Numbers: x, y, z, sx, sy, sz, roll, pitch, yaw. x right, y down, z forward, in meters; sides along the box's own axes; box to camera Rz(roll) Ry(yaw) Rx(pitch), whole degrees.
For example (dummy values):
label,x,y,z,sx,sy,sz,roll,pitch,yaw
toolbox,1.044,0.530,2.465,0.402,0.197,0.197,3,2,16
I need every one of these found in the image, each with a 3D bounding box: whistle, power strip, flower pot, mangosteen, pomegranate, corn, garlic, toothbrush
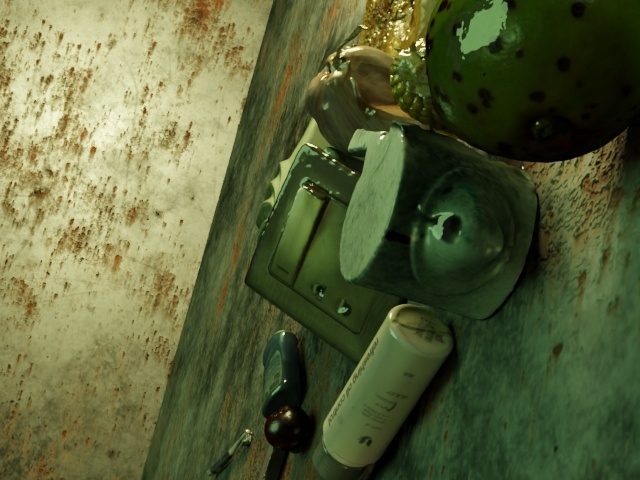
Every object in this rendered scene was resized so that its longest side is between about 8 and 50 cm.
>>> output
label,x,y,z,sx,sy,sz,roll,pitch,yaw
whistle,0.129,-0.064,1.180,0.405,0.168,0.188,-92,23,-52
power strip,0.033,0.019,1.450,0.092,0.251,0.257,-24,-38,-59
flower pot,0.001,-0.069,1.686,0.254,0.164,0.367,-61,18,21
mangosteen,-0.052,0.314,1.625,0.081,0.081,0.081,-163,90,-76
pomegranate,0.218,-0.195,0.945,0.231,0.231,0.286,-62,-2,37
corn,0.149,-0.175,1.153,0.293,0.106,0.106,5,-77,-74
garlic,0.090,-0.254,1.498,0.257,0.207,0.207,98,177,-47
toothbrush,-0.196,0.462,2.098,0.288,0.024,0.026,128,141,-53

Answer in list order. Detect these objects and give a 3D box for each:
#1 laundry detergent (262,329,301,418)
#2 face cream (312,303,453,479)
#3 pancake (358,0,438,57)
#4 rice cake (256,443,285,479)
label,x,y,z,sx,sy,sz,roll,pitch,yaw
laundry detergent,-0.072,0.237,1.809,0.206,0.061,0.097,-95,24,-57
face cream,0.064,0.219,1.255,0.092,0.092,0.311,-91,22,-52
pancake,0.151,-0.422,1.693,0.387,0.082,0.387,-165,90,-72
rice cake,-0.094,0.419,1.729,0.047,0.036,0.207,31,104,65
